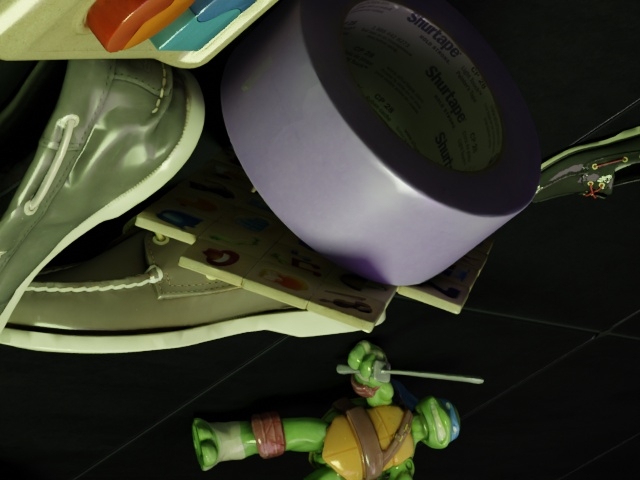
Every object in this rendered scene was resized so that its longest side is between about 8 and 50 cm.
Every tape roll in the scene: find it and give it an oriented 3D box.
[{"bbox_3d":[0.038,-0.072,1.087,0.189,0.189,0.080,1,147,-45],"label":"tape roll"}]

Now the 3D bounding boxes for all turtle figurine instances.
[{"bbox_3d":[0.026,0.208,1.713,0.266,0.274,0.198,-14,122,-11],"label":"turtle figurine"}]

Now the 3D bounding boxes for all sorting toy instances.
[{"bbox_3d":[-0.007,-0.182,0.892,0.307,0.041,0.229,-39,169,18],"label":"sorting toy"}]

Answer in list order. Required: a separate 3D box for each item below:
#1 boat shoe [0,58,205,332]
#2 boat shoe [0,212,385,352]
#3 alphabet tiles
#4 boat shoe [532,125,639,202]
[{"bbox_3d":[-0.213,-0.012,1.109,0.335,0.112,0.095,-41,135,25],"label":"boat shoe"},{"bbox_3d":[-0.092,0.022,1.297,0.324,0.096,0.116,-4,-168,-32],"label":"boat shoe"},{"bbox_3d":[0.000,0.000,1.128,0.237,0.198,0.009,-50,158,-70],"label":"alphabet tiles"},{"bbox_3d":[0.232,-0.058,1.505,0.133,0.042,0.049,-18,159,-8],"label":"boat shoe"}]
